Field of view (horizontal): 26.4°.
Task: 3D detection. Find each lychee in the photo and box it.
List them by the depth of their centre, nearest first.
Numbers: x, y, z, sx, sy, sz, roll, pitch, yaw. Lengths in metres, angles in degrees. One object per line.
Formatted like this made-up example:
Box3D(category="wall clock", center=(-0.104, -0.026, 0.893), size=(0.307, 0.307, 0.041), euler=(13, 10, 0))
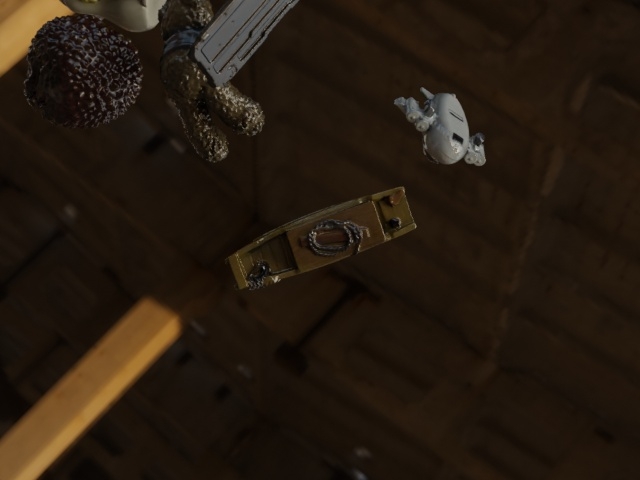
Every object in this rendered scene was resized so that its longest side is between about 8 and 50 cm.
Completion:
Box3D(category="lychee", center=(-0.357, -0.255, 2.071), size=(0.188, 0.188, 0.188), euler=(35, -25, 19))

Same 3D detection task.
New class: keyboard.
Box3D(category="keyboard", center=(-0.077, -0.322, 1.829), size=(0.016, 0.262, 0.106), euler=(34, -11, 34))

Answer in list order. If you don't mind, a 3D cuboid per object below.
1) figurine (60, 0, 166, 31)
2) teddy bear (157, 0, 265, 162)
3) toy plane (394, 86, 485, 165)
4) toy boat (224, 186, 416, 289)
Box3D(category="figurine", center=(-0.380, -0.423, 2.248), size=(0.235, 0.127, 0.155), euler=(13, 6, 9))
Box3D(category="teddy bear", center=(-0.174, -0.246, 1.958), size=(0.182, 0.129, 0.251), euler=(-24, -99, 35))
Box3D(category="toy plane", center=(0.189, -0.175, 2.136), size=(0.174, 0.174, 0.080), euler=(43, -63, 0))
Box3D(category="toy boat", center=(0.000, 0.000, 1.409), size=(0.077, 0.200, 0.057), euler=(-112, -178, -85))
